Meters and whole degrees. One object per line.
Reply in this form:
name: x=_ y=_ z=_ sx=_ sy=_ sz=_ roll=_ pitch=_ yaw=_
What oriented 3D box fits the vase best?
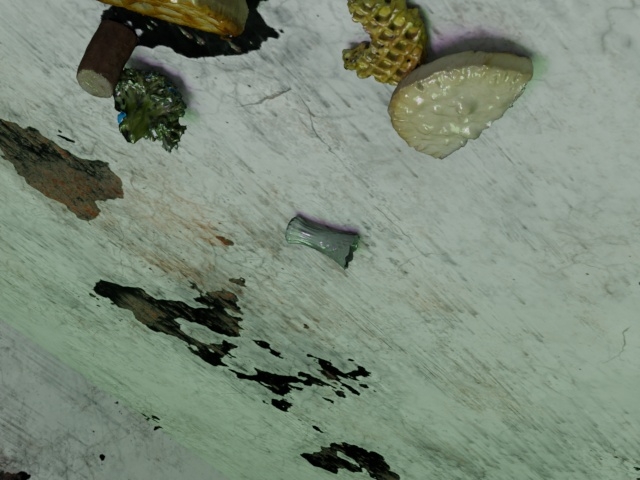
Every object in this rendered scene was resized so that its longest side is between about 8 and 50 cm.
vase: x=0.000 y=0.000 z=2.326 sx=0.148 sy=0.081 sz=0.081 roll=21 pitch=152 yaw=11

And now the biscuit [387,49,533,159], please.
biscuit: x=0.198 y=-0.215 z=1.738 sx=0.179 sy=0.084 sz=0.281 roll=10 pitch=155 yaw=-17

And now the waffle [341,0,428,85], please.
waffle: x=0.094 y=-0.315 z=1.728 sx=0.148 sy=0.051 sz=0.194 roll=12 pitch=151 yaw=17

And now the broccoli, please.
broccoli: x=-0.333 y=-0.242 z=2.069 sx=0.154 sy=0.160 sz=0.167 roll=11 pitch=132 yaw=24

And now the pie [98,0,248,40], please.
pie: x=-0.263 y=-0.399 z=1.721 sx=0.315 sy=0.092 sz=0.315 roll=14 pitch=-179 yaw=0

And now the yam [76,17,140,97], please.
yam: x=-0.388 y=-0.331 z=1.989 sx=0.084 sy=0.127 sz=0.084 roll=15 pitch=151 yaw=8
